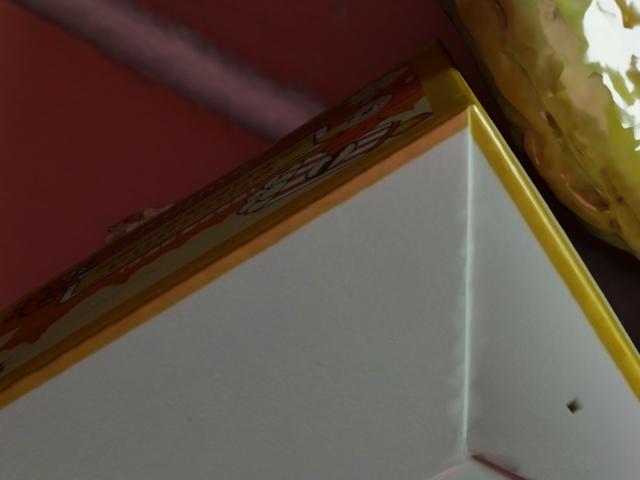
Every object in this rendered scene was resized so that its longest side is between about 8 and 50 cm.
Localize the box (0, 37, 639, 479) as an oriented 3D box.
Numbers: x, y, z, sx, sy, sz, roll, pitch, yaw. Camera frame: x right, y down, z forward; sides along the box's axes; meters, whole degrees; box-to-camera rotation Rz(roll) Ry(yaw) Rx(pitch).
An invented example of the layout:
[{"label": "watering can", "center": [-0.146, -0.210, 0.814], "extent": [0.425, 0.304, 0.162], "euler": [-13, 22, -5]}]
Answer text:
[{"label": "box", "center": [0.010, 0.094, 0.690], "extent": [0.283, 0.214, 0.259], "euler": [-31, 101, 7]}]

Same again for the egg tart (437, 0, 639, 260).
[{"label": "egg tart", "center": [0.244, -0.161, 0.745], "extent": [0.443, 0.178, 0.443], "euler": [3, 74, -12]}]

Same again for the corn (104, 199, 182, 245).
[{"label": "corn", "center": [0.000, 0.000, 0.812], "extent": [0.237, 0.079, 0.079], "euler": [-8, 83, 3]}]
